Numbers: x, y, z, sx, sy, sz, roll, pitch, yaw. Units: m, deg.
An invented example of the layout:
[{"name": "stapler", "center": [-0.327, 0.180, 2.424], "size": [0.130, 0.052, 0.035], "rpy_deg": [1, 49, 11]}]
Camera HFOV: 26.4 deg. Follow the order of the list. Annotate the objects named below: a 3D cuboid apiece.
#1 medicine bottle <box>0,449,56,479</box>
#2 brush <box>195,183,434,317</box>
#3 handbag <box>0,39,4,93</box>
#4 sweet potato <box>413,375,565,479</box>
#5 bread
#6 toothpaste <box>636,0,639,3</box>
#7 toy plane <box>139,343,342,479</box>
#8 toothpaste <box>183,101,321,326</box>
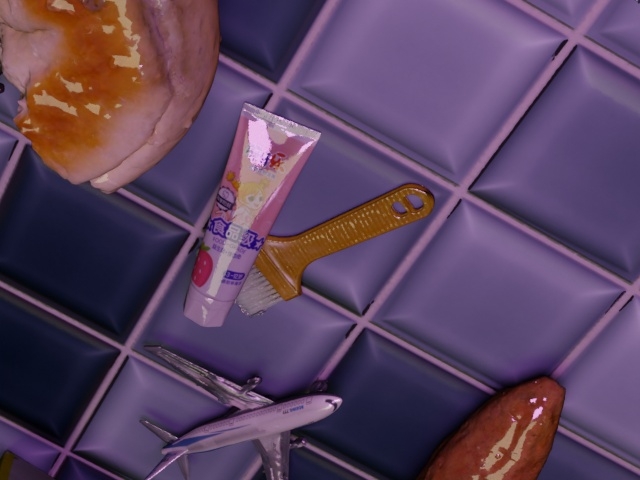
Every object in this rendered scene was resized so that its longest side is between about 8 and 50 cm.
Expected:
[{"name": "medicine bottle", "center": [-0.328, 0.353, 1.341], "size": [0.141, 0.137, 0.250], "rpy_deg": [35, 89, -13]}, {"name": "brush", "center": [0.000, 0.000, 1.152], "size": [0.218, 0.010, 0.082], "rpy_deg": [-25, 116, 27]}, {"name": "handbag", "center": [-0.286, -0.170, 1.077], "size": [0.072, 0.047, 0.111], "rpy_deg": [-5, 126, 17]}, {"name": "sweet potato", "center": [0.138, 0.209, 1.220], "size": [0.097, 0.097, 0.252], "rpy_deg": [26, 123, -5]}, {"name": "bread", "center": [-0.183, -0.204, 0.950], "size": [0.192, 0.171, 0.314], "rpy_deg": [-35, 112, 29]}, {"name": "toothpaste", "center": [0.085, -0.265, 0.903], "size": [0.336, 0.067, 0.081], "rpy_deg": [22, 127, -3]}, {"name": "toy plane", "center": [-0.070, 0.172, 1.265], "size": [0.226, 0.058, 0.226], "rpy_deg": [-25, 112, 25]}, {"name": "toothpaste", "center": [-0.065, -0.017, 1.132], "size": [0.067, 0.043, 0.195], "rpy_deg": [22, 114, -1]}]
